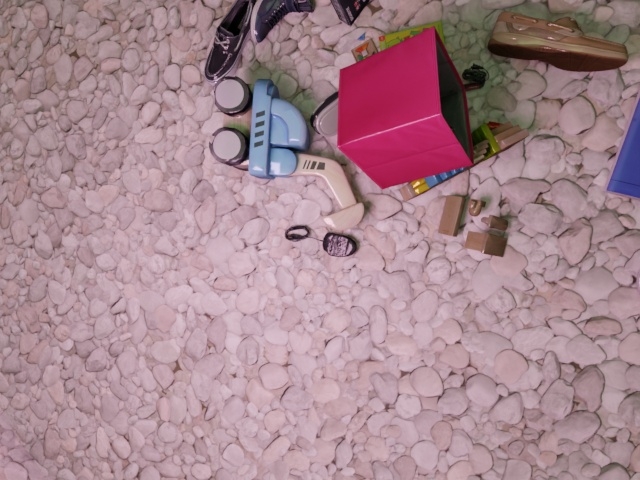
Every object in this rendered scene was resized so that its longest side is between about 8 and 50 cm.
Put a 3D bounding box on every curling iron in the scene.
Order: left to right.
[{"bbox_3d":[0.346,-0.447,1.206,0.274,0.035,0.068,-13,84,13],"label":"curling iron"}]

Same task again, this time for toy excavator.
[{"bbox_3d":[-0.082,-0.255,1.241,0.446,0.222,0.432,4,94,5],"label":"toy excavator"}]

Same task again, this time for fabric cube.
[{"bbox_3d":[0.219,-0.316,1.061,0.258,0.259,0.253,-13,65,32],"label":"fabric cube"}]

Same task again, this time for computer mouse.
[{"bbox_3d":[0.000,0.000,1.305,0.242,0.041,0.071,15,96,19],"label":"computer mouse"}]

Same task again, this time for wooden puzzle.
[{"bbox_3d":[0.138,-0.570,1.264,0.079,0.014,0.116,-32,84,12],"label":"wooden puzzle"}]

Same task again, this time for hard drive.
[{"bbox_3d":[0.905,-0.254,1.072,0.210,0.040,0.318,18,95,13],"label":"hard drive"}]

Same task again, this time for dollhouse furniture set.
[{"bbox_3d":[0.446,-0.042,1.196,0.151,0.123,0.143,17,96,48],"label":"dollhouse furniture set"}]

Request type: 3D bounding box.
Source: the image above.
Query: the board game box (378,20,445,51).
[{"bbox_3d":[0.269,-0.569,1.217,0.182,0.043,0.092,-8,89,14],"label":"board game box"}]

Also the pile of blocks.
[{"bbox_3d":[0.372,-0.242,1.147,0.362,0.149,0.112,-28,85,13],"label":"pile of blocks"}]

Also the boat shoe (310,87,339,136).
[{"bbox_3d":[0.099,-0.425,1.231,0.303,0.091,0.114,-32,125,-5],"label":"boat shoe"}]

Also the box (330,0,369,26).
[{"bbox_3d":[0.095,-0.743,1.164,0.051,0.220,0.175,40,99,15],"label":"box"}]

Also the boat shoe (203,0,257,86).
[{"bbox_3d":[-0.293,-0.640,1.321,0.108,0.102,0.301,38,99,10],"label":"boat shoe"}]

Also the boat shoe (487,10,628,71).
[{"bbox_3d":[0.631,-0.532,1.091,0.341,0.122,0.110,18,96,14],"label":"boat shoe"}]

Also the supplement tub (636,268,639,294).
[{"bbox_3d":[0.899,0.113,0.964,0.191,0.272,0.191,0,92,13],"label":"supplement tub"}]

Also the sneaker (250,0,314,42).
[{"bbox_3d":[-0.114,-0.709,1.285,0.164,0.086,0.226,25,96,14],"label":"sneaker"}]
